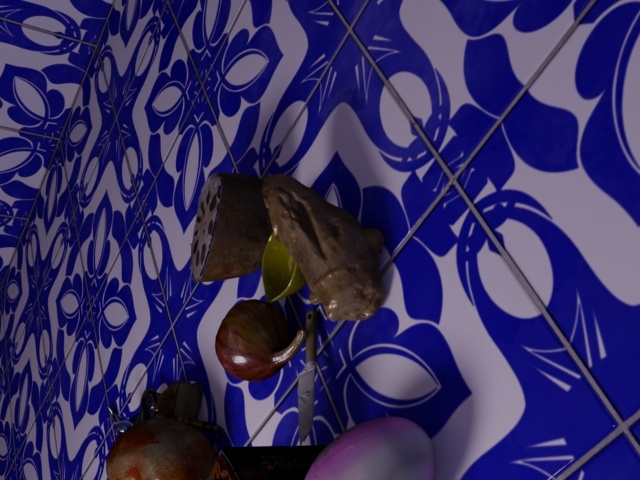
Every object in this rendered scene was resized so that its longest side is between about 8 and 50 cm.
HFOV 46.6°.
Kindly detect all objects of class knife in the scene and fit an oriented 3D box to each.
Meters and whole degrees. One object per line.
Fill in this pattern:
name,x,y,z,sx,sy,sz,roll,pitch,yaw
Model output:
knife,-0.027,0.267,1.477,0.047,0.017,0.298,-20,48,24

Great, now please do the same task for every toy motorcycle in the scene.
toy motorcycle,-0.503,0.585,2.025,0.212,0.125,0.358,-14,65,36

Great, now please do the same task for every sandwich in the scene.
sandwich,-0.376,0.464,1.928,0.088,0.090,0.244,21,102,50

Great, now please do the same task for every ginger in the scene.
ginger,0.000,0.000,1.433,0.190,0.126,0.354,-44,72,2

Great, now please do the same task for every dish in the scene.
dish,-0.056,0.040,1.588,0.149,0.080,0.208,39,115,53

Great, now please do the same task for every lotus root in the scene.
lotus root,-0.194,-0.028,1.710,0.272,0.192,0.272,-177,90,-66

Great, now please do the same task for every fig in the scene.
fig,-0.123,0.228,1.576,0.207,0.175,0.175,28,105,43

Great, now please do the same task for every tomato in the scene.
tomato,-0.363,0.543,1.761,0.270,0.222,0.270,13,117,27

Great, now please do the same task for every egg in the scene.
egg,0.083,0.404,1.218,0.271,0.196,0.196,-41,49,22

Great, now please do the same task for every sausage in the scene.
sausage,-0.329,0.453,1.837,0.198,0.028,0.025,6,121,19

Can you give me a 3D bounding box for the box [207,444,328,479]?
box,-0.122,0.576,1.396,0.116,0.264,0.415,48,120,50
